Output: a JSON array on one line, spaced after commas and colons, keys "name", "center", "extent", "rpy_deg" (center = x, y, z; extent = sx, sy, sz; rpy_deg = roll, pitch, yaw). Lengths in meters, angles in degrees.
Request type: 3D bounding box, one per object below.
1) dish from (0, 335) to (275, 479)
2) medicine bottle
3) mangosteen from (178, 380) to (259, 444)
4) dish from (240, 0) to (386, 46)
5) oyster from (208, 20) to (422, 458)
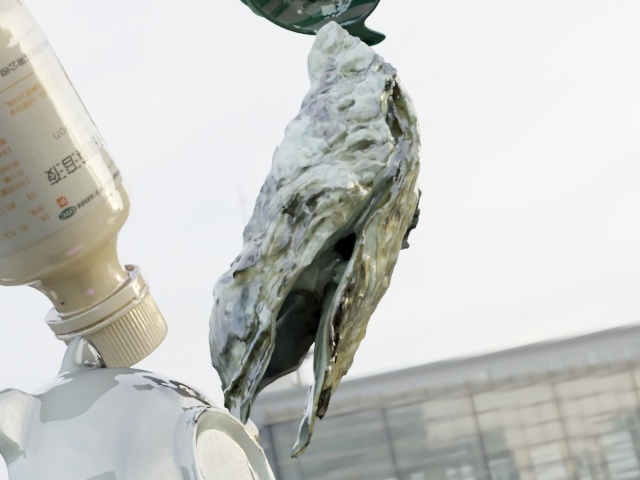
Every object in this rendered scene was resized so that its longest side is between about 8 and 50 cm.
[{"name": "dish", "center": [-0.083, 0.144, 0.738], "extent": [0.086, 0.228, 0.236], "rpy_deg": [-28, -35, 18]}, {"name": "medicine bottle", "center": [-0.185, -0.028, 0.813], "extent": [0.114, 0.252, 0.114], "rpy_deg": [-24, 18, 8]}, {"name": "mangosteen", "center": [-0.123, 0.191, 1.061], "extent": [0.152, 0.153, 0.152], "rpy_deg": [-11, -16, -3]}, {"name": "dish", "center": [0.000, -0.364, 1.682], "extent": [0.224, 0.078, 0.246], "rpy_deg": [-18, -47, 22]}, {"name": "oyster", "center": [0.002, -0.005, 0.980], "extent": [0.158, 0.351, 0.162], "rpy_deg": [15, -13, -21]}]
